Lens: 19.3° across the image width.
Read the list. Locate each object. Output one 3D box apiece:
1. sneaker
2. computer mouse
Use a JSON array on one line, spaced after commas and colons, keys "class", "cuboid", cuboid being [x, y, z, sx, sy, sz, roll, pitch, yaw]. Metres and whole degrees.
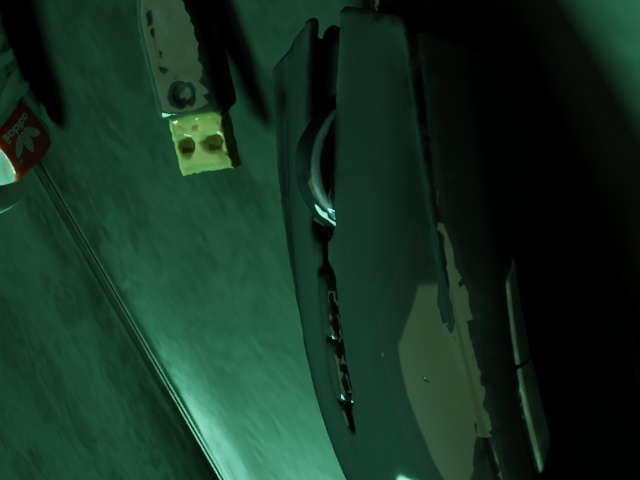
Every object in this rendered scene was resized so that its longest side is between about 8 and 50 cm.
[{"class": "sneaker", "cuboid": [-0.125, -0.064, 0.682, 0.075, 0.057, 0.161, 41, 151, 7]}, {"class": "computer mouse", "cuboid": [0.000, 0.000, 0.477, 0.184, 0.060, 0.262, 5, 119, 61]}]
